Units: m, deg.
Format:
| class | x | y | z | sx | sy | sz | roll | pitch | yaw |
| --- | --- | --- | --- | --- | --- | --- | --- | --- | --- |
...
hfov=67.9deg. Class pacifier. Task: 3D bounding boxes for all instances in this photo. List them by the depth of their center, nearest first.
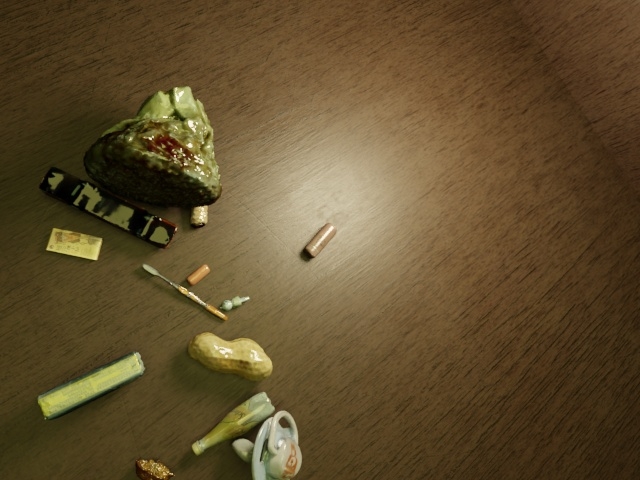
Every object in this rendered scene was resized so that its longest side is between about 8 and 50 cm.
| class | x | y | z | sx | sy | sz | roll | pitch | yaw |
| --- | --- | --- | --- | --- | --- | --- | --- | --- | --- |
| pacifier | -0.174 | 0.645 | 1.463 | 0.208 | 0.279 | 0.227 | -5 | 54 | 20 |

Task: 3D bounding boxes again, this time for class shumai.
| class | x | y | z | sx | sy | sz | roll | pitch | yaw |
| --- | --- | --- | --- | --- | --- | --- | --- | --- | --- |
| shumai | -0.465 | -0.297 | 1.440 | 0.396 | 0.395 | 0.347 | 16 | 73 | -15 |

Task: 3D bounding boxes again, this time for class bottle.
| class | x | y | z | sx | sy | sz | roll | pitch | yaw |
| --- | --- | --- | --- | --- | --- | --- | --- | --- | --- |
| bottle | -0.273 | 0.576 | 1.480 | 0.270 | 0.083 | 0.083 | -29 | 90 | -19 |
| bottle | 0.000 | 0.000 | 1.703 | 0.053 | 0.053 | 0.140 | 43 | 70 | -6 |

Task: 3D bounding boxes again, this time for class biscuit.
| class | x | y | z | sx | sy | sz | roll | pitch | yaw |
| --- | --- | --- | --- | --- | --- | --- | --- | --- | --- |
| biscuit | -0.402 | -0.149 | 1.594 | 0.061 | 0.055 | 0.219 | -2 | 79 | 5 |

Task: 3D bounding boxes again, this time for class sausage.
| class | x | y | z | sx | sy | sz | roll | pitch | yaw |
| --- | --- | --- | --- | --- | --- | --- | --- | --- | --- |
| sausage | -0.400 | 0.113 | 1.556 | 0.083 | 0.034 | 0.034 | -42 | 94 | -22 |

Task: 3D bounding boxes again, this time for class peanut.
| class | x | y | z | sx | sy | sz | roll | pitch | yaw |
| --- | --- | --- | --- | --- | --- | --- | --- | --- | --- |
| peanut | -0.280 | 0.362 | 1.506 | 0.275 | 0.111 | 0.125 | 20 | 69 | -15 |

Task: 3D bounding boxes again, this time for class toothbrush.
| class | x | y | z | sx | sy | sz | roll | pitch | yaw |
| --- | --- | --- | --- | --- | --- | --- | --- | --- | --- |
| toothbrush | -0.435 | 0.169 | 1.534 | 0.321 | 0.031 | 0.023 | 35 | 72 | -9 |

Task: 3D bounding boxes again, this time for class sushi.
| class | x | y | z | sx | sy | sz | roll | pitch | yaw |
| --- | --- | --- | --- | --- | --- | --- | --- | --- | --- |
| sushi | -0.489 | 0.678 | 1.398 | 0.118 | 0.061 | 0.060 | 22 | 99 | -20 |

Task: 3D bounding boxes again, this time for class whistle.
| class | x | y | z | sx | sy | sz | roll | pitch | yaw |
| --- | --- | --- | --- | --- | --- | --- | --- | --- | --- |
| whistle | -0.285 | 0.206 | 1.576 | 0.100 | 0.035 | 0.035 | -18 | 85 | -23 |

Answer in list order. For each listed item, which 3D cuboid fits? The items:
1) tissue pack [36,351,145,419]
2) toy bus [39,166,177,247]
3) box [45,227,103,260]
| class | x | y | z | sx | sy | sz | roll | pitch | yaw |
| --- | --- | --- | --- | --- | --- | --- | --- | --- | --- |
| tissue pack | -0.631 | 0.403 | 1.338 | 0.257 | 0.185 | 0.081 | -23 | 86 | -21 |
| toy bus | -0.651 | -0.096 | 1.481 | 0.409 | 0.092 | 0.093 | 28 | 74 | -12 |
| box | -0.757 | 0.012 | 1.462 | 0.149 | 0.020 | 0.073 | 13 | 76 | -16 |
